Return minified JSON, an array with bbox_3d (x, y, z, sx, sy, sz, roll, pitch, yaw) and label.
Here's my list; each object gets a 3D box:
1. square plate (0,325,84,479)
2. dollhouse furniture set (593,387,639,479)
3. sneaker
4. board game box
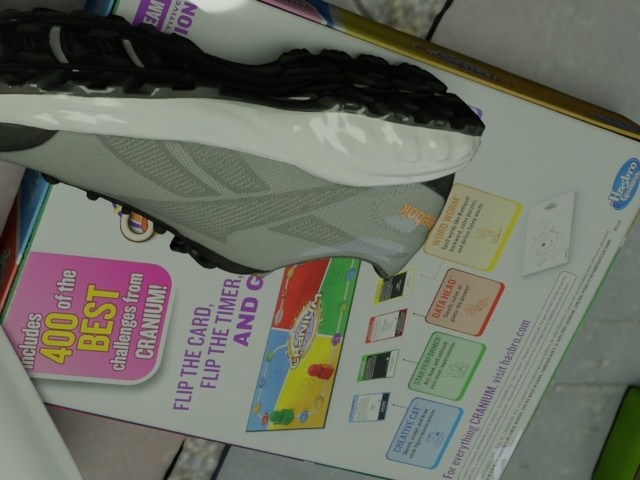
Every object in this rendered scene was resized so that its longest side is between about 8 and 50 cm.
[{"bbox_3d":[-0.328,0.063,0.588,0.344,0.049,0.347,-18,117,5],"label":"square plate"},{"bbox_3d":[0.335,0.223,0.837,0.301,0.151,0.197,8,111,-20],"label":"dollhouse furniture set"},{"bbox_3d":[-0.061,-0.034,0.561,0.271,0.100,0.108,8,116,-20],"label":"sneaker"},{"bbox_3d":[0.000,0.000,0.685,0.316,0.064,0.242,17,108,-23],"label":"board game box"}]
